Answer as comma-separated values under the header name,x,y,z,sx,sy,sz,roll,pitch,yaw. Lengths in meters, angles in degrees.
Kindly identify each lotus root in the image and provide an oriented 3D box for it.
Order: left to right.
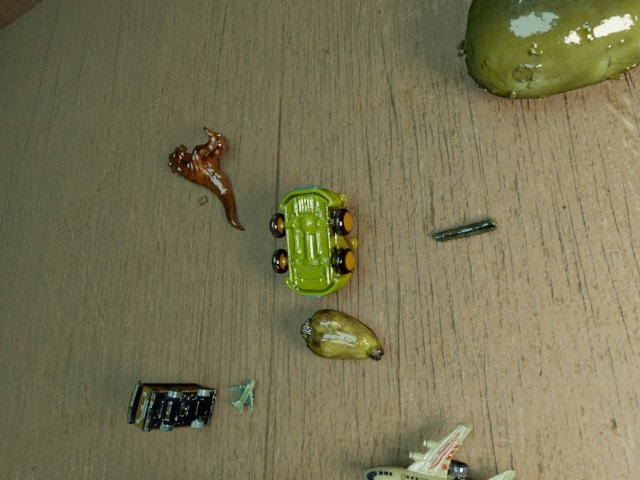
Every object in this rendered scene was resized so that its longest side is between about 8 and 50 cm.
name,x,y,z,sx,sy,sz,roll,pitch,yaw
lotus root,0.055,0.212,1.000,0.191,0.094,0.108,11,105,25

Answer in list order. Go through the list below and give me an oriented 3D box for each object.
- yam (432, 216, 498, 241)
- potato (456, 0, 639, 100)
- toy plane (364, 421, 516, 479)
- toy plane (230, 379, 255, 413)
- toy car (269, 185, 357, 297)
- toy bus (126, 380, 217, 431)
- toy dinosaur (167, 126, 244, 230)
name,x,y,z,sx,sy,sz,roll,pitch,yaw
yam,0.296,-0.019,0.958,0.129,0.033,0.027,-15,95,32
potato,0.446,-0.390,0.860,0.359,0.219,0.269,10,74,31
toy plane,0.206,0.442,0.827,0.256,0.104,0.242,0,78,32
toy plane,-0.181,0.374,1.126,0.080,0.033,0.083,33,87,35
toy car,0.000,0.000,1.062,0.200,0.142,0.248,3,97,33
toy bus,-0.361,0.397,1.128,0.114,0.201,0.098,3,77,34
toy dinosaur,-0.330,-0.221,1.358,0.432,0.097,0.208,38,110,37
